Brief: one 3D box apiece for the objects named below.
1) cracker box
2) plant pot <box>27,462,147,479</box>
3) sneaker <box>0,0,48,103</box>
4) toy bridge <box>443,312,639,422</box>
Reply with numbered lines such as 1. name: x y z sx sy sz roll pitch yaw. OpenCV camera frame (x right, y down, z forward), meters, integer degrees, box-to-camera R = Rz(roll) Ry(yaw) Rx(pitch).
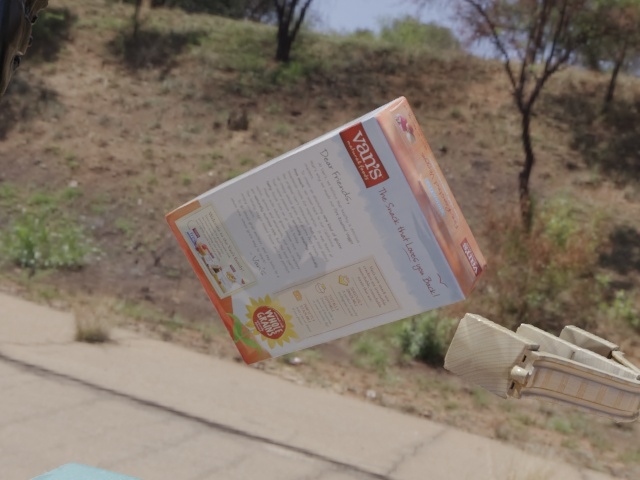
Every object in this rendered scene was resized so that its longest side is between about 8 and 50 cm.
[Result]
1. cracker box: 0.000 0.000 0.708 0.232 0.156 0.067 -21 11 35
2. plant pot: -0.224 0.381 0.846 0.252 0.248 0.247 -4 1 27
3. sneaker: -0.194 -0.176 0.543 0.107 0.284 0.124 22 16 31
4. toy bridge: 0.118 0.061 0.394 0.063 0.026 0.188 25 6 29
